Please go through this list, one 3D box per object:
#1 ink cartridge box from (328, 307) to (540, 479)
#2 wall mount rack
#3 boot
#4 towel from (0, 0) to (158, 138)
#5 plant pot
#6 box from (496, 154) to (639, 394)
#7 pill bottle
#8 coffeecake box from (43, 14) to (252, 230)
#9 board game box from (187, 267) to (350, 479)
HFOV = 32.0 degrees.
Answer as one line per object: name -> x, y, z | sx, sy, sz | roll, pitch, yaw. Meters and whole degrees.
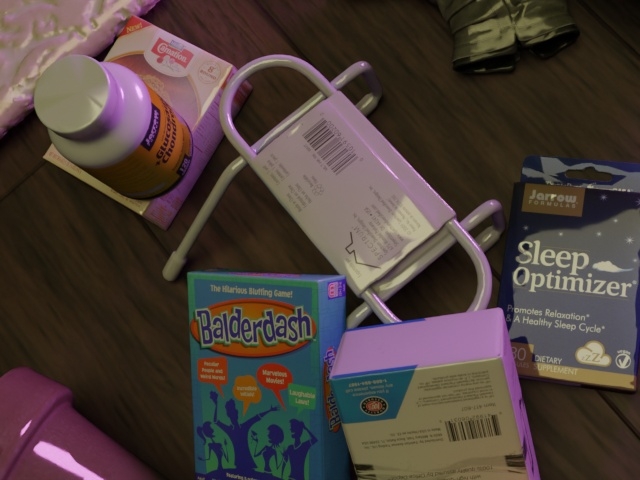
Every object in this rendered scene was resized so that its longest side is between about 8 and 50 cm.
ink cartridge box -> 0.107, 0.175, 0.980 | 0.148, 0.086, 0.203 | -9, 115, 14
wall mount rack -> 0.000, 0.000, 1.097 | 0.304, 0.130, 0.350 | -40, 69, -1
boot -> 0.132, -0.247, 1.145 | 0.246, 0.083, 0.161 | -9, 79, 14
towel -> -0.393, -0.282, 1.319 | 0.332, 0.053, 0.317 | -41, 68, 2
plant pot -> -0.233, 0.277, 1.038 | 0.229, 0.263, 0.263 | 22, 82, 3
box -> 0.243, 0.025, 1.064 | 0.136, 0.036, 0.225 | 6, 76, 17
pill bottle -> -0.198, -0.109, 1.071 | 0.103, 0.184, 0.103 | -3, 76, 14
coffeecake box -> -0.185, -0.128, 1.209 | 0.142, 0.068, 0.185 | 29, 85, 21
board game box -> -0.050, 0.134, 1.052 | 0.160, 0.047, 0.210 | 1, 95, 37
